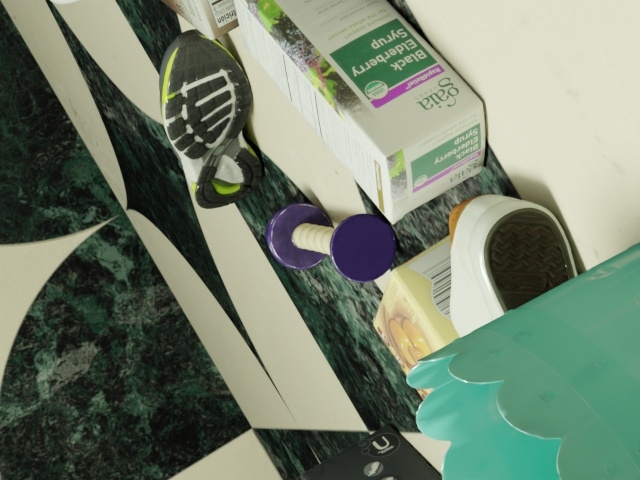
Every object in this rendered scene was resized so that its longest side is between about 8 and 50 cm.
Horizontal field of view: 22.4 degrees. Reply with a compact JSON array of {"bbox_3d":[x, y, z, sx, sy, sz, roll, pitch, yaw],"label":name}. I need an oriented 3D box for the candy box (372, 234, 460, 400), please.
[{"bbox_3d":[0.172,0.159,1.436,0.316,0.087,0.183,57,168,13],"label":"candy box"}]

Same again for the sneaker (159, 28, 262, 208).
[{"bbox_3d":[-0.148,-0.155,1.903,0.121,0.111,0.300,57,165,27],"label":"sneaker"}]

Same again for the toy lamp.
[{"bbox_3d":[0.000,0.000,1.744,0.080,0.080,0.275,62,167,-11],"label":"toy lamp"}]

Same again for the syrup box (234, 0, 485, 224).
[{"bbox_3d":[0.029,-0.136,1.311,0.237,0.093,0.096,51,164,31],"label":"syrup box"}]

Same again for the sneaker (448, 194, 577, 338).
[{"bbox_3d":[0.172,0.094,1.295,0.123,0.106,0.290,-148,42,-68],"label":"sneaker"}]

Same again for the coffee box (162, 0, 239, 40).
[{"bbox_3d":[-0.123,-0.341,1.368,0.168,0.119,0.297,42,158,49],"label":"coffee box"}]

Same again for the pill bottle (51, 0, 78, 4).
[{"bbox_3d":[-0.321,-0.404,1.959,0.215,0.117,0.117,65,166,-23],"label":"pill bottle"}]

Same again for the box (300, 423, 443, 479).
[{"bbox_3d":[0.112,0.382,2.016,0.270,0.143,0.165,42,157,53],"label":"box"}]

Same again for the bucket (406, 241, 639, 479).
[{"bbox_3d":[0.207,0.147,1.078,0.281,0.183,0.281,55,167,20],"label":"bucket"}]
